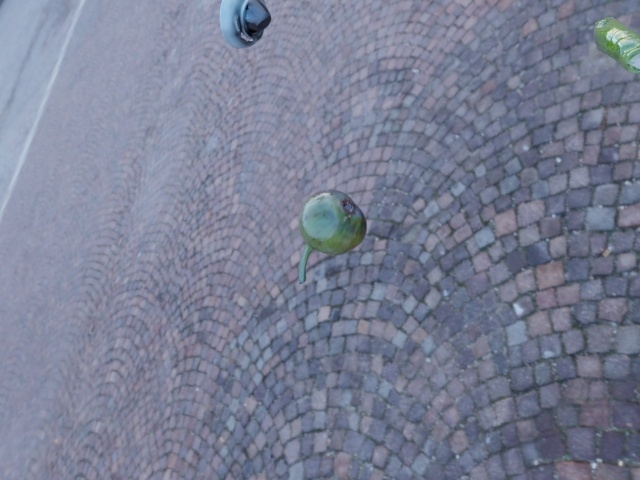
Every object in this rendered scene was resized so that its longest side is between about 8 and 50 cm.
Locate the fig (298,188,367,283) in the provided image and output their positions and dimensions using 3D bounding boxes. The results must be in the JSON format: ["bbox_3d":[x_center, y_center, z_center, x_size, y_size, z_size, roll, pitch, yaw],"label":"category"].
[{"bbox_3d":[0.000,0.000,1.381,0.245,0.149,0.149,-54,33,40],"label":"fig"}]

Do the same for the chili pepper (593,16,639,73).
[{"bbox_3d":[0.422,-0.286,0.896,0.050,0.052,0.201,-3,28,11],"label":"chili pepper"}]

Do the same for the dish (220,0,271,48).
[{"bbox_3d":[-0.143,-0.479,1.346,0.078,0.141,0.141,18,82,26],"label":"dish"}]
